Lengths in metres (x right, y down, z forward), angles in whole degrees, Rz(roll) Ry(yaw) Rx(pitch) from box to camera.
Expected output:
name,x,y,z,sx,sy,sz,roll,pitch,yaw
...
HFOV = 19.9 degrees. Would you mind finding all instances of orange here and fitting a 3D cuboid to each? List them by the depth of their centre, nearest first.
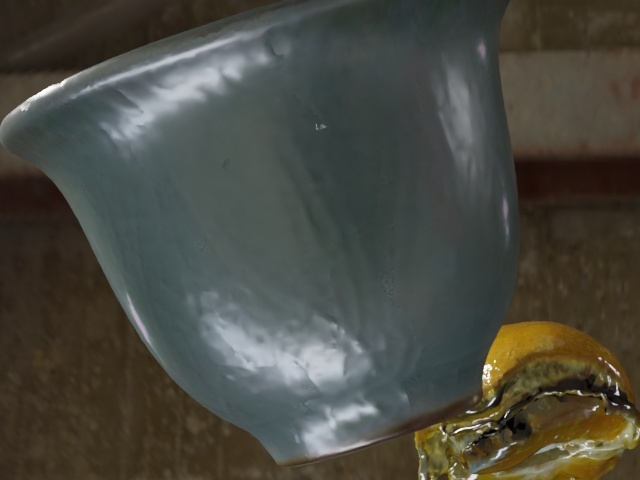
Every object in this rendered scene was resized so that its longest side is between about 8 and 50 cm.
name,x,y,z,sx,sy,sz,roll,pitch,yaw
orange,0.138,0.113,1.223,0.170,0.160,0.112,-17,-117,33

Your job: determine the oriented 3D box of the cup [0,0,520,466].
name,x,y,z,sx,sy,sz,roll,pitch,yaw
cup,0.000,0.000,0.667,0.199,0.199,0.150,-18,-91,-1
